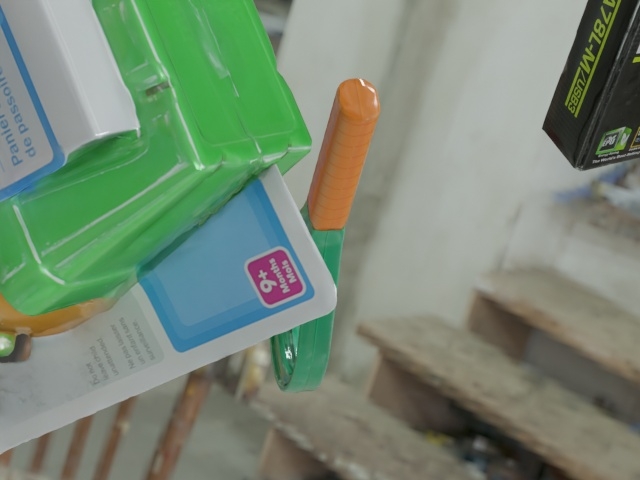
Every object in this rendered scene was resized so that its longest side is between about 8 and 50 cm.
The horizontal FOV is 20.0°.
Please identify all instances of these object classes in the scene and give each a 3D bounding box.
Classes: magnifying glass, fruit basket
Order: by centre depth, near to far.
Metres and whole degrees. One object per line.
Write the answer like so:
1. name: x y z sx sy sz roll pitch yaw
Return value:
1. fruit basket: -0.200 -0.054 0.870 0.353 0.327 0.165 -23 -3 22
2. magnifying glass: 0.000 0.000 0.992 0.026 0.231 0.092 0 52 -11

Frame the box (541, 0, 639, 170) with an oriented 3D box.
1. box: 0.233 -0.133 1.018 0.191 0.184 0.045 -13 52 -27
